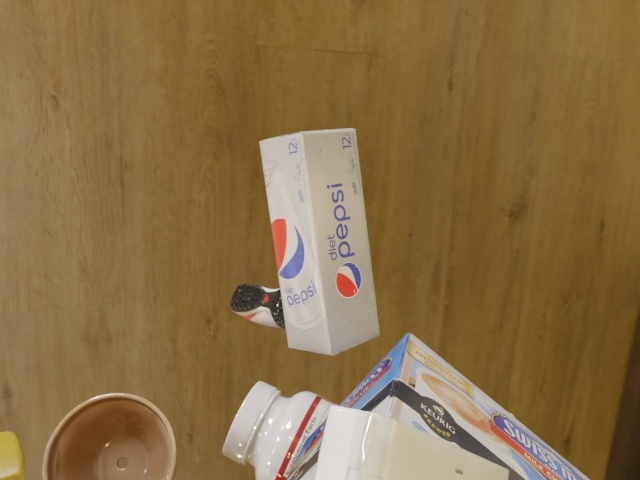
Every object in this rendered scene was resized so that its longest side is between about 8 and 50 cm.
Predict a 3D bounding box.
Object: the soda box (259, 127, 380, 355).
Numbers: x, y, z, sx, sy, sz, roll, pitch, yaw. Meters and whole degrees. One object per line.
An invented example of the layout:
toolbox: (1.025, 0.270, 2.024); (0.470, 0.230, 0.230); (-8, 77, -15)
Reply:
soda box: (0.000, 0.000, 0.818); (0.098, 0.091, 0.286); (-14, 99, -41)

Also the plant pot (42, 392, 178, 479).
plant pot: (-0.382, 0.414, 1.156); (0.238, 0.109, 0.237); (1, 67, -3)

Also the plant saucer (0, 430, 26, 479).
plant saucer: (-0.498, 0.446, 0.786); (0.333, 0.081, 0.332); (6, 77, -64)

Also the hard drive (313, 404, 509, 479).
hard drive: (0.035, 0.264, 0.324); (0.203, 0.040, 0.307); (37, 59, -47)

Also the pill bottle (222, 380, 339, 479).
pill bottle: (0.013, 0.462, 1.294); (0.408, 0.229, 0.229); (24, 95, 10)

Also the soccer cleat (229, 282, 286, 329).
soccer cleat: (-0.093, 0.177, 1.551); (0.116, 0.318, 0.108); (38, 67, -41)

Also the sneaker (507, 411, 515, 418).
sneaker: (0.458, 0.510, 1.562); (0.235, 0.094, 0.153); (-42, 155, -34)

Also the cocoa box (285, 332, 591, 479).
cocoa box: (0.147, 0.324, 0.689); (0.347, 0.228, 0.231); (39, 112, 2)
